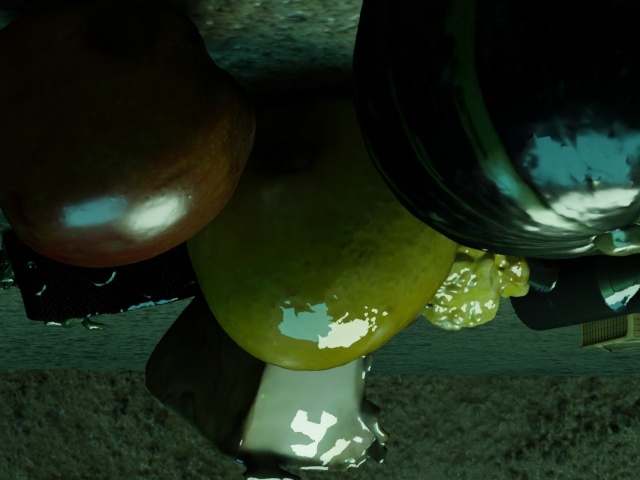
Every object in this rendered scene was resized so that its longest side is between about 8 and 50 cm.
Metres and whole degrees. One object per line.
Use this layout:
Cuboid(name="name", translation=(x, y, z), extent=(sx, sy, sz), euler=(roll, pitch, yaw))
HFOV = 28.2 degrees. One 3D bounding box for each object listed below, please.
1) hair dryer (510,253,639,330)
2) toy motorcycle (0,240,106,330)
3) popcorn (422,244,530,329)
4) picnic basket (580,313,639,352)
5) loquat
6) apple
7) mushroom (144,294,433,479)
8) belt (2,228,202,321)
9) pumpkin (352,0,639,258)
Cuboid(name="hair dryer", translation=(0.319, 0.030, 1.758), extent=(0.302, 0.116, 0.244), euler=(19, 157, -33))
Cuboid(name="toy motorcycle", translation=(-0.375, 0.049, 1.808), extent=(0.205, 0.127, 0.275), euler=(7, 163, -33))
Cuboid(name="popcorn", translation=(0.179, 0.031, 1.616), extent=(0.170, 0.180, 0.180), euler=(-34, -168, -38))
Cuboid(name="picnic basket", translation=(0.488, 0.116, 2.050), extent=(0.079, 0.115, 0.164), euler=(4, 167, -18))
Cuboid(name="loquat", translation=(0.000, 0.000, 1.239), extent=(0.274, 0.275, 0.275), euler=(1, 167, 0))
Cuboid(name="apple", translation=(-0.163, -0.091, 1.019), extent=(0.229, 0.230, 0.230), euler=(1, 167, 0))
Cuboid(name="mushroom", translation=(-0.073, 0.100, 1.613), extent=(0.224, 0.314, 0.397), euler=(14, -176, -34))
Cuboid(name="belt", translation=(-0.255, 0.005, 1.561), extent=(0.289, 0.164, 0.184), euler=(-8, -170, 29))
Cuboid(name="pumpkin", translation=(0.179, -0.110, 0.819), extent=(0.323, 0.241, 0.323), euler=(2, 169, 0))
